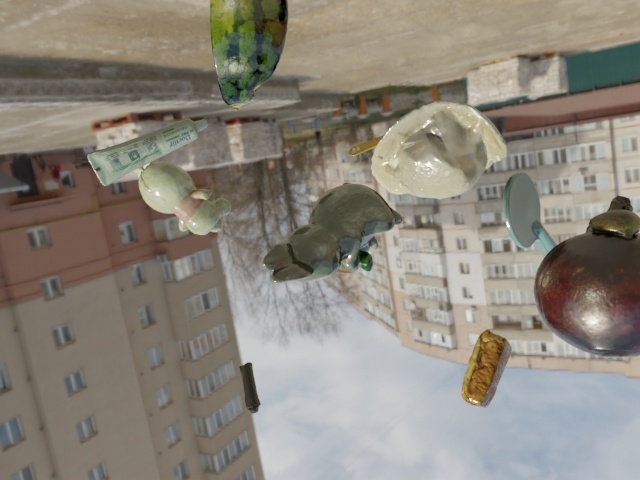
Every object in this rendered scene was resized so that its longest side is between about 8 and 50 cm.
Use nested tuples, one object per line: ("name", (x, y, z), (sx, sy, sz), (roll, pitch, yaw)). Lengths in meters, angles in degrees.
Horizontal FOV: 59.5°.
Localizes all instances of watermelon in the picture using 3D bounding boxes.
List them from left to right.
("watermelon", (-0.122, -0.407, 1.026), (0.128, 0.303, 0.159), (1, 179, 4))

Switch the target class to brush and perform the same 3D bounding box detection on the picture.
("brush", (0.186, -0.304, 1.697), (0.218, 0.082, 0.010), (-21, 149, 17))

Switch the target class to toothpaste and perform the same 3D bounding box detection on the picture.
("toothpaste", (-0.305, -0.171, 1.012), (0.218, 0.064, 0.041), (-28, -155, -14))

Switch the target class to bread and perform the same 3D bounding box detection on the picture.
("bread", (0.280, 0.219, 0.953), (0.053, 0.132, 0.074), (16, 169, 35))

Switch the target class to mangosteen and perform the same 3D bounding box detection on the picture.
("mangosteen", (0.423, 0.061, 0.811), (0.216, 0.216, 0.216), (-9, -171, 1))

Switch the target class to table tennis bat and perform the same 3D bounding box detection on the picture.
("table tennis bat", (0.438, -0.039, 1.162), (0.040, 0.153, 0.244), (-3, 146, 43))

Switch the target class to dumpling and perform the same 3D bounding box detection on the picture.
("dumpling", (0.230, -0.181, 1.161), (0.243, 0.227, 0.175), (-42, -139, 9))

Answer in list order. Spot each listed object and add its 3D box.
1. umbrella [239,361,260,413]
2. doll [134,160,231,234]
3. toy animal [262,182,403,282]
("umbrella", (-0.179, 0.370, 1.407), (0.031, 0.133, 0.036), (15, 132, -36))
("doll", (-0.350, -0.109, 1.385), (0.155, 0.275, 0.113), (-41, -158, 34))
("toy animal", (0.001, 0.003, 0.790), (0.236, 0.138, 0.108), (-25, 161, -31))
